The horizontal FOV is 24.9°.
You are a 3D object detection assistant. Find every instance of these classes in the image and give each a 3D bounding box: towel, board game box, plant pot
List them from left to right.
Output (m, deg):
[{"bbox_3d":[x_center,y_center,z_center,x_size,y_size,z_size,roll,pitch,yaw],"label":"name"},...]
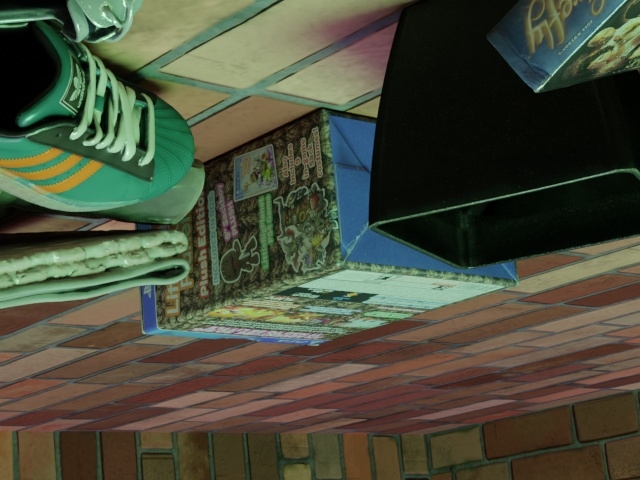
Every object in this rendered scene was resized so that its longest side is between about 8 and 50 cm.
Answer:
[{"bbox_3d":[-0.335,0.032,1.312,0.317,0.053,0.332,-1,-175,37],"label":"towel"},{"bbox_3d":[0.000,0.000,1.390,0.232,0.141,0.291,7,161,-41],"label":"board game box"},{"bbox_3d":[0.147,-0.089,1.049,0.188,0.167,0.187,-11,165,25],"label":"plant pot"},{"bbox_3d":[0.211,-0.174,0.721,0.165,0.042,0.243,-18,157,-50],"label":"board game box"}]

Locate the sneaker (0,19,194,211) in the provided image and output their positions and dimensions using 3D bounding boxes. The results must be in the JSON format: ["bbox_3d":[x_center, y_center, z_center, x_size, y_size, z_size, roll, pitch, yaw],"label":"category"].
[{"bbox_3d":[-0.190,-0.091,1.028,0.121,0.108,0.302,-13,163,42],"label":"sneaker"}]

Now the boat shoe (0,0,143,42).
[{"bbox_3d":[-0.144,-0.153,0.855,0.228,0.081,0.079,-2,165,-12],"label":"boat shoe"}]

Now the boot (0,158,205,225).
[{"bbox_3d":[-0.235,-0.040,1.317,0.208,0.076,0.190,-3,169,-37],"label":"boot"}]
